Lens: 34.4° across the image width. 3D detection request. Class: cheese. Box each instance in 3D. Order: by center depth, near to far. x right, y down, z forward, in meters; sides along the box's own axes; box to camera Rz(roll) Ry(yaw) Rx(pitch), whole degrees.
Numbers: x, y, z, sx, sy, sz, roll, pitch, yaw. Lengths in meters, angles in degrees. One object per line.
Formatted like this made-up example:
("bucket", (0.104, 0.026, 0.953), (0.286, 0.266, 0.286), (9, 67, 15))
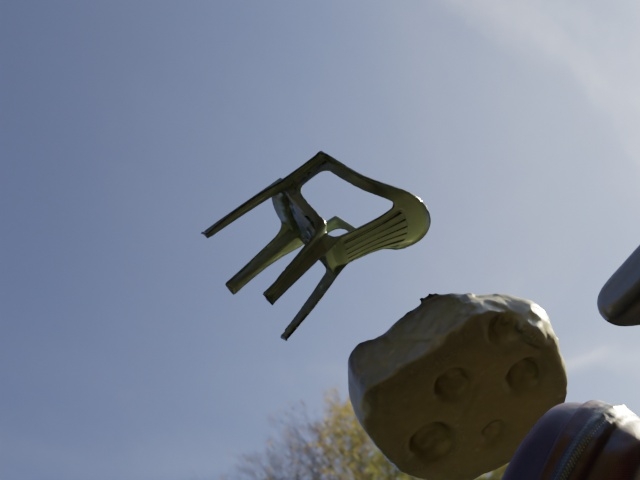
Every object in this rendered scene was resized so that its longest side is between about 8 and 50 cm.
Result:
("cheese", (0.199, 0.213, 1.511), (0.326, 0.115, 0.318), (12, -63, -22))

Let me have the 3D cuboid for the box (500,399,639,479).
("box", (0.242, 0.321, 0.890), (0.263, 0.108, 0.404), (-56, -43, -28))

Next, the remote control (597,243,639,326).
("remote control", (0.181, -0.051, 0.354), (0.067, 0.029, 0.261), (-6, -34, -26))

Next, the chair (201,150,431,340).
("chair", (0.000, 0.000, 1.534), (0.274, 0.190, 0.203), (-42, -27, -13))
